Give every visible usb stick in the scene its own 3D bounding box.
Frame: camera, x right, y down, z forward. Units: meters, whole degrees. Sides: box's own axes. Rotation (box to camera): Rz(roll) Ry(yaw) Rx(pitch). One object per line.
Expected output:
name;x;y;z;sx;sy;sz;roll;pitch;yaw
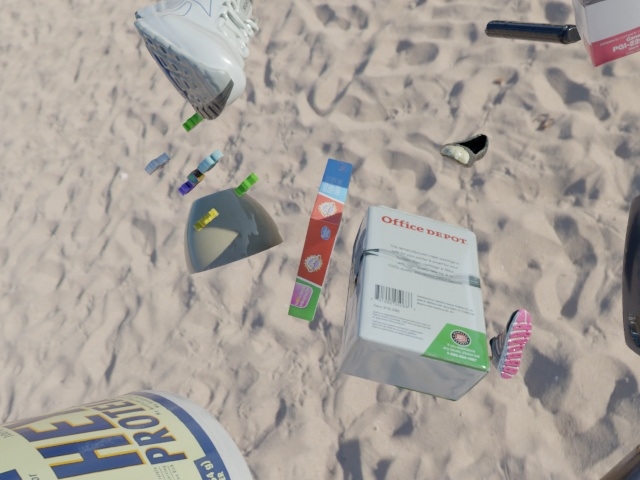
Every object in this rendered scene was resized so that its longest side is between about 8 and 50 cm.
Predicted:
usb stick;0.523;-0.520;1.317;0.077;0.045;0.278;-8;26;-23

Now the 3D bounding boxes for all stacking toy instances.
stacking toy;-0.230;-0.132;1.029;0.221;0.167;0.052;-33;11;41

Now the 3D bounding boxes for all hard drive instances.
hard drive;0.549;0.050;0.839;0.054;0.172;0.254;9;100;63

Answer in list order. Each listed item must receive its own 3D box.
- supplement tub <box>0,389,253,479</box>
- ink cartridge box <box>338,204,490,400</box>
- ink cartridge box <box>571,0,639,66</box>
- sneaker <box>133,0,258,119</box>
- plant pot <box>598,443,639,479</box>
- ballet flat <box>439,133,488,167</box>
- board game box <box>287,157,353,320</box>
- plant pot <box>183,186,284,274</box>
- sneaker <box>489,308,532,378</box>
supplement tub;-0.224;0.249;0.372;0.235;0.325;0.235;-2;86;32
ink cartridge box;0.113;0.070;0.652;0.153;0.087;0.208;15;47;-5
ink cartridge box;0.452;-0.421;0.847;0.092;0.218;0.158;-16;41;25
sneaker;-0.128;-0.234;0.591;0.129;0.111;0.297;-32;40;0
plant pot;0.570;0.463;0.937;0.167;0.167;0.165;44;116;40
ballet flat;0.231;-0.148;0.849;0.057;0.173;0.049;33;115;15
board game box;0.000;0.000;1.273;0.064;0.316;0.242;15;40;0
plant pot;-0.265;-0.042;1.496;0.284;0.191;0.284;-18;5;2
sneaker;0.428;0.228;1.217;0.063;0.170;0.075;0;19;-23
